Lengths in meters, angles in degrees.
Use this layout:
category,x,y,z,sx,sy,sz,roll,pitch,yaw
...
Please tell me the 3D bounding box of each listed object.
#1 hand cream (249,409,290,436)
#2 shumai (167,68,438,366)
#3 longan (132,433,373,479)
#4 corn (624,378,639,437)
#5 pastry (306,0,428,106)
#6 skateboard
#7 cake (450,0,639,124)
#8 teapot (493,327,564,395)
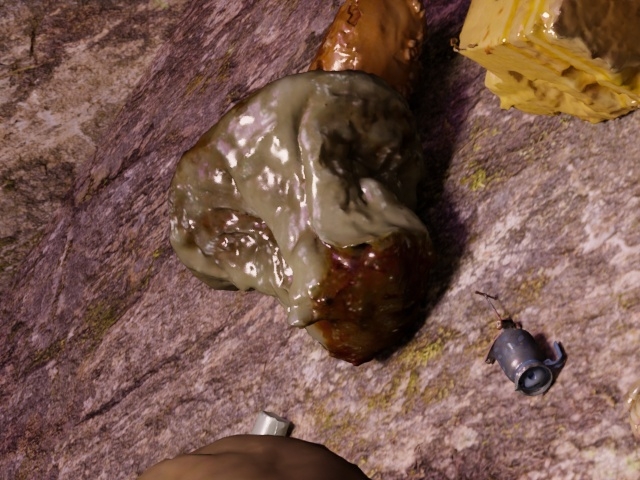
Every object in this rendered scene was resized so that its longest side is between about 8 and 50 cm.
category,x,y,z,sx,sy,sz,roll,pitch,yaw
hand cream,-0.100,0.345,2.139,0.078,0.050,0.205,26,96,63
shumai,0.000,0.000,1.987,0.397,0.324,0.323,-51,45,29
longan,-0.059,0.427,1.564,0.404,0.404,0.436,10,107,64
corn,0.388,0.097,1.260,0.335,0.126,0.127,130,153,-52
pastry,0.070,-0.252,2.191,0.255,0.162,0.311,-61,3,-1
skateboard,0.203,0.100,1.790,0.064,0.032,0.083,-64,26,27
cake,0.295,-0.269,1.709,0.286,0.222,0.227,0,66,64
teapot,0.235,0.135,1.683,0.083,0.063,0.049,-117,24,-56
